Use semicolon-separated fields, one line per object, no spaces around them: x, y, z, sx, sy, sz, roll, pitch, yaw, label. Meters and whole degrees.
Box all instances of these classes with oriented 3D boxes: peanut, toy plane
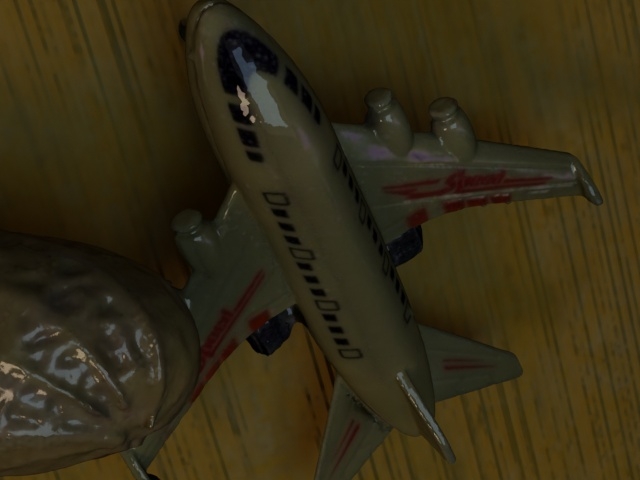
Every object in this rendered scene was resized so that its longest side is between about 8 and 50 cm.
-0.154;0.034;0.744;0.214;0.090;0.098;17;88;1;peanut
0.000;0.000;0.813;0.242;0.104;0.256;-32;118;-7;toy plane
